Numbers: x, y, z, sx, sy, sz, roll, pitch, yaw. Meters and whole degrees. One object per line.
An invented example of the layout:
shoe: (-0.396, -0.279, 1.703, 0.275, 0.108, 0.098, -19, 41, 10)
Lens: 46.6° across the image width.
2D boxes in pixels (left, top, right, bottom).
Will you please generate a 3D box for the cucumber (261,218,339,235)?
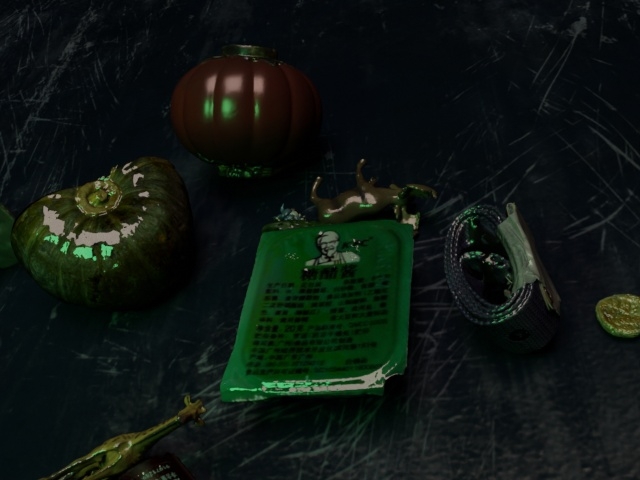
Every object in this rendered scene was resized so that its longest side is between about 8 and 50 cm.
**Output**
cucumber: (0.000, 0.000, 1.305, 0.228, 0.069, 0.069, 5, 46, 22)

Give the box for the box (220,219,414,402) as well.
box: (0.015, 0.120, 1.138, 0.264, 0.106, 0.336, -4, 42, 15)

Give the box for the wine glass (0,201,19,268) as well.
wine glass: (-0.718, 0.102, 1.324, 0.267, 0.267, 0.406, -3, 39, 17)

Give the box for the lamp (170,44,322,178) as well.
lamp: (-0.146, -0.254, 1.483, 0.303, 0.256, 0.303, 3, 9, 0)

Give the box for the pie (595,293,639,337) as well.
pie: (0.436, 0.108, 1.061, 0.084, 0.021, 0.084, -10, 38, 8)

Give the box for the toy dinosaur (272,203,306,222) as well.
toy dinosaur: (-0.056, -0.039, 1.392, 0.047, 0.030, 0.083, -36, 45, -20)

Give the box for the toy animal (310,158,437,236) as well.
toy animal: (0.097, -0.066, 1.334, 0.214, 0.093, 0.186, -24, 36, 5)

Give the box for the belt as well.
belt: (0.272, 0.058, 1.101, 0.140, 0.126, 0.230, -32, 38, 21)

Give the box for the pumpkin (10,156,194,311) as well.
pumpkin: (-0.364, 0.021, 1.339, 0.325, 0.242, 0.232, -25, 71, -14)

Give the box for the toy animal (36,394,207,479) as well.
toy animal: (-0.276, 0.296, 1.037, 0.276, 0.149, 0.054, -27, 80, -2)

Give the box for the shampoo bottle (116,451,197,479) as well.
shampoo bottle: (-0.147, 0.400, 0.910, 0.129, 0.084, 0.323, -30, 42, -29)
